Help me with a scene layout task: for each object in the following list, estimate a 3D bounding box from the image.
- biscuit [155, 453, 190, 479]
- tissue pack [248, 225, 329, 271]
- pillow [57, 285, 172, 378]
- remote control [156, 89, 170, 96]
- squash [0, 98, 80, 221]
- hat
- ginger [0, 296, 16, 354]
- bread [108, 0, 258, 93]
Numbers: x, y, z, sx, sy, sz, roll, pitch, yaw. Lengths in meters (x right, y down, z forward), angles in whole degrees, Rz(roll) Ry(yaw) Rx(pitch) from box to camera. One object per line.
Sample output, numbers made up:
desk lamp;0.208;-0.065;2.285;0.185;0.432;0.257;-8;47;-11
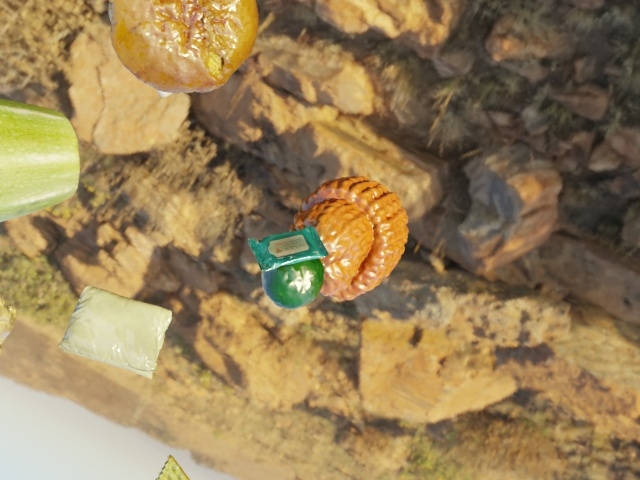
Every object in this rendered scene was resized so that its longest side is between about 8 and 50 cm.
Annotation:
biscuit;-0.330;0.576;1.697;0.016;0.231;0.139;-7;124;30
tissue pack;-0.061;0.015;1.547;0.028;0.138;0.085;97;153;-47
pillow;-0.376;0.167;1.514;0.181;0.134;0.078;19;167;-14
remote control;-0.321;-0.459;2.108;0.103;0.250;0.034;55;170;32
squash;-0.401;-0.108;1.091;0.123;0.170;0.170;-8;-174;-35
hat;0.000;0.000;1.821;0.285;0.285;0.400;17;-165;32
ginger;-0.679;0.188;1.705;0.065;0.149;0.258;16;162;-13
bread;-0.284;-0.451;1.696;0.312;0.312;0.172;36;177;-21
